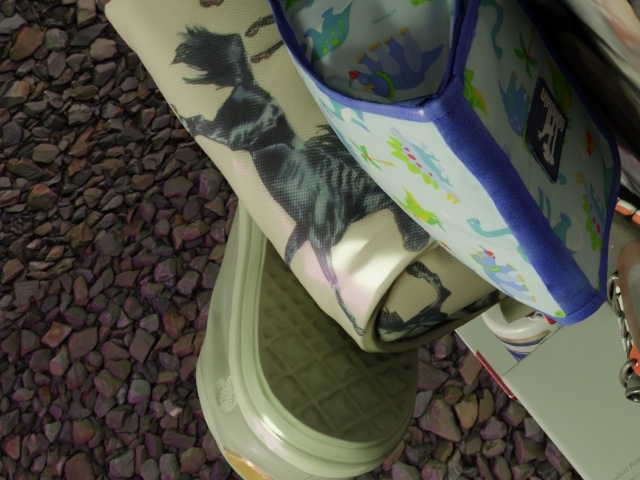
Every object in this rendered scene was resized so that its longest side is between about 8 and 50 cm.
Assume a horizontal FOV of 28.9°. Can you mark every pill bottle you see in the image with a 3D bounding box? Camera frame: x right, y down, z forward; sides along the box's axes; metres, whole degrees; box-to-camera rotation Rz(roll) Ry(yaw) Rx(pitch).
[{"bbox_3d":[0.231,0.093,1.203,0.169,0.094,0.094,48,-176,-39],"label":"pill bottle"}]

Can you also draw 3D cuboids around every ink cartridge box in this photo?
[{"bbox_3d":[0.245,0.110,1.475,0.128,0.127,0.176,51,-176,20],"label":"ink cartridge box"}]

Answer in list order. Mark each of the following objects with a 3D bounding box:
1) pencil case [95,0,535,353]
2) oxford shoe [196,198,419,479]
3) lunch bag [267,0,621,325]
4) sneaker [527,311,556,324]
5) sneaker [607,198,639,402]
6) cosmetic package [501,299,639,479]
[{"bbox_3d":[-0.013,-0.111,0.789,0.410,0.160,0.183,51,-154,22],"label":"pencil case"},{"bbox_3d":[0.000,0.000,0.906,0.169,0.130,0.449,19,-137,-11],"label":"oxford shoe"},{"bbox_3d":[0.056,-0.049,0.507,0.129,0.096,0.151,48,-166,-35],"label":"lunch bag"},{"bbox_3d":[0.170,0.019,1.000,0.042,0.067,0.118,47,-176,-45],"label":"sneaker"},{"bbox_3d":[0.156,0.040,0.574,0.158,0.065,0.061,52,-176,39],"label":"sneaker"},{"bbox_3d":[0.261,0.164,1.002,0.085,0.117,0.231,48,-175,-42],"label":"cosmetic package"}]
